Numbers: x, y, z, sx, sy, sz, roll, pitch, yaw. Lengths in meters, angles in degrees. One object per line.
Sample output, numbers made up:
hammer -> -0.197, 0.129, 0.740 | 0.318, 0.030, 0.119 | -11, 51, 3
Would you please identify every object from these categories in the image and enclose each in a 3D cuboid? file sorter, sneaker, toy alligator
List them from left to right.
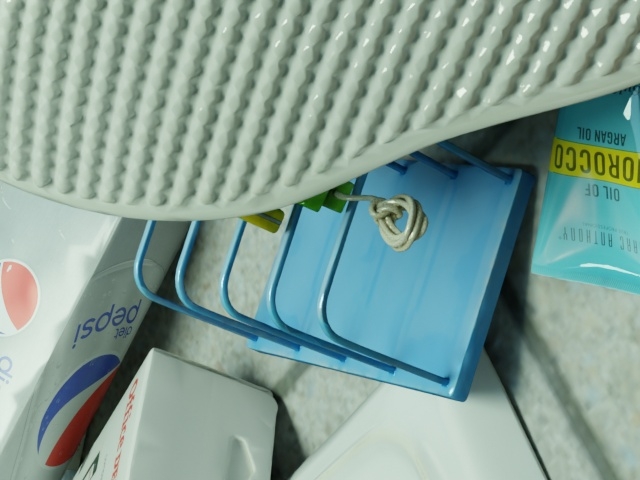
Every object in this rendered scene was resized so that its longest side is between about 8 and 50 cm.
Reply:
toy alligator -> -0.026, -0.036, 0.717 | 0.190, 0.051, 0.056 | 24, 89, 52
file sorter -> 0.000, 0.000, 0.797 | 0.170, 0.104, 0.118 | 8, 78, 51
sneaker -> 0.006, -0.109, 0.662 | 0.366, 0.150, 0.135 | -8, 122, 19

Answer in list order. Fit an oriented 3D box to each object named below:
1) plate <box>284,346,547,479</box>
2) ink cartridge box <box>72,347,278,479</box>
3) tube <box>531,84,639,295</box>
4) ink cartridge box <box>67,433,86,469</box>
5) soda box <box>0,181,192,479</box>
plate -> 0.036, 0.223, 0.811 | 0.277, 0.045, 0.278 | -49, 52, 38
ink cartridge box -> -0.110, 0.186, 0.916 | 0.203, 0.086, 0.148 | -58, 17, 32
tube -> 0.140, -0.079, 0.699 | 0.080, 0.052, 0.207 | 15, 103, 47
ink cartridge box -> -0.204, 0.084, 1.105 | 0.099, 0.056, 0.135 | 29, 110, 47
soda box -> -0.198, 0.087, 0.988 | 0.098, 0.091, 0.286 | 28, 92, 23
